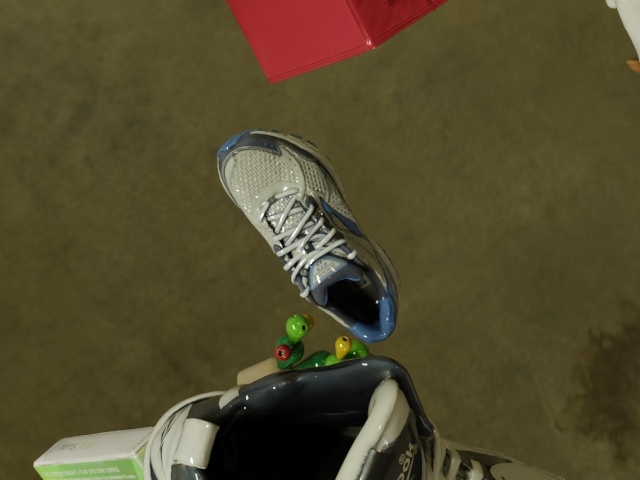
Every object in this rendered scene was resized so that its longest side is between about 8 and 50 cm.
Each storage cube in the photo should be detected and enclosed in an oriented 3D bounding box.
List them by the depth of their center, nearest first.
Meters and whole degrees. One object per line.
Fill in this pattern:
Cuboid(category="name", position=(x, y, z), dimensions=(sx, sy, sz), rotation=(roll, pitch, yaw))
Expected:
Cuboid(category="storage cube", position=(0.016, -0.297, 0.988), dimensions=(0.215, 0.183, 0.193), rotation=(-6, 117, 56))

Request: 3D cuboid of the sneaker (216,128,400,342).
Cuboid(category="sneaker", position=(0.000, 0.000, 0.493), dimensions=(0.052, 0.058, 0.135), rotation=(-37, 116, 14))

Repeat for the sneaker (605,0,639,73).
Cuboid(category="sneaker", position=(0.255, -0.223, 0.719), dimensions=(0.123, 0.106, 0.290), rotation=(28, 151, 38))

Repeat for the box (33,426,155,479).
Cuboid(category="box", position=(-0.167, 0.356, 1.113), dimensions=(0.232, 0.058, 0.322), rotation=(-16, 111, 46))

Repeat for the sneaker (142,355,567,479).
Cuboid(category="sneaker", position=(0.039, 0.113, 0.412), dimensions=(0.235, 0.153, 0.094), rotation=(21, 72, -1))

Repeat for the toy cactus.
Cuboid(category="toy cactus", position=(-0.018, 0.176, 1.260), dimensions=(0.180, 0.112, 0.219), rotation=(-15, 149, 19))
